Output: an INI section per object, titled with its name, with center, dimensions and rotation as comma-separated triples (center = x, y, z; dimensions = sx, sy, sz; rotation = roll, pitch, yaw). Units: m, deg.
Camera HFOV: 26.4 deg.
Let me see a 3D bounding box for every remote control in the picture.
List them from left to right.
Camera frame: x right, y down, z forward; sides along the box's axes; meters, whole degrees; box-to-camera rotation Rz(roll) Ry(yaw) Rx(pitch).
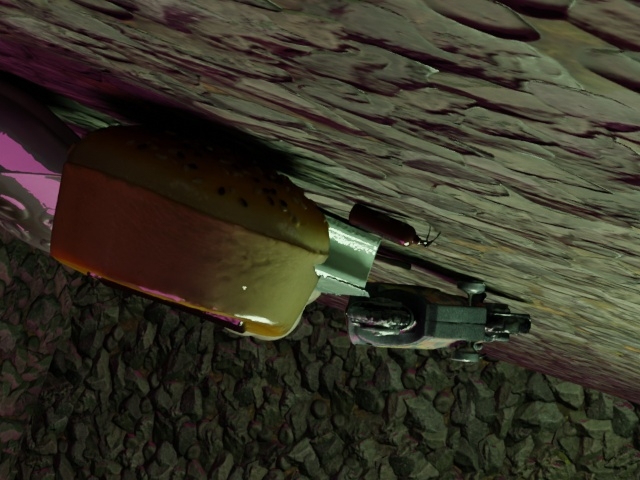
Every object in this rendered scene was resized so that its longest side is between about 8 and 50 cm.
[remote control]
center = -0.338, -0.083, 1.535
dimensions = 0.221, 0.103, 0.332
rotation = -5, 141, 40

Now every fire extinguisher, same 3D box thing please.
[fire extinguisher]
center = 0.081, -0.010, 1.471
dimensions = 0.100, 0.032, 0.046
rotation = 24, 166, 19

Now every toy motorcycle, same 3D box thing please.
[toy motorcycle]
center = 0.144, 0.105, 1.885
dimensions = 0.307, 0.108, 0.173
rotation = 6, 178, -36

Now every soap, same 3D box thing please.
[soap]
center = -0.055, -0.005, 1.690
dimensions = 0.261, 0.094, 0.150
rotation = 24, 173, -37

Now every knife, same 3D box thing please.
[knife]
center = -0.001, 0.002, 1.977
dimensions = 0.293, 0.020, 0.043
rotation = 16, 178, 22

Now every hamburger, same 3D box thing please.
[hamburger]
center = -0.132, -0.016, 1.381
dimensions = 0.300, 0.176, 0.300
rotation = 20, 175, 2

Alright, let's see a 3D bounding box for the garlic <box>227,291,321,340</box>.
[garlic]
center = -0.084, 0.079, 2.064
dimensions = 0.229, 0.142, 0.178
rotation = -1, 171, -40
